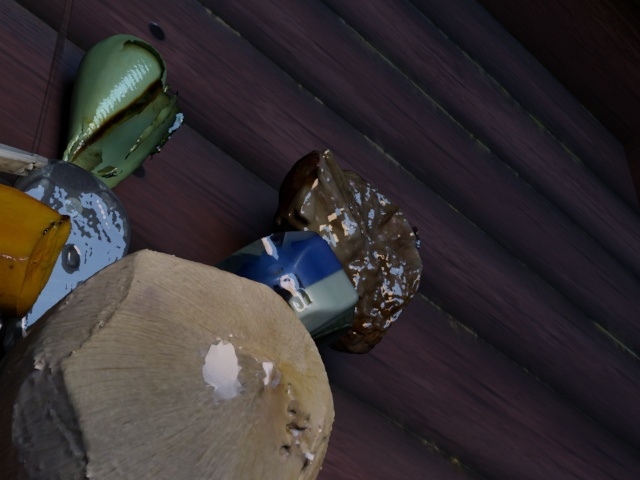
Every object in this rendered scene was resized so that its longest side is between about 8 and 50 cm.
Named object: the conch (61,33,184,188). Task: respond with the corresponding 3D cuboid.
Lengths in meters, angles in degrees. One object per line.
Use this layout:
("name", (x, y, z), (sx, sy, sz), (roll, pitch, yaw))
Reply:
("conch", (-0.280, -0.178, 1.626), (0.143, 0.137, 0.250), (30, 40, -39))

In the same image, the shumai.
("shumai", (-0.003, -0.001, 1.759), (0.283, 0.217, 0.346), (35, 36, -43))

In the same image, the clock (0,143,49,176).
("clock", (-0.433, -0.103, 1.312), (0.236, 0.236, 0.053), (13, 95, -50))

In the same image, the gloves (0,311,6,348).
("gloves", (-0.456, 0.117, 1.084), (0.301, 0.152, 0.197), (20, 84, -53))

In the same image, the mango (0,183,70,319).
("mango", (-0.420, -0.006, 1.236), (0.257, 0.138, 0.187), (20, 13, 3))

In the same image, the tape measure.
("tape measure", (-0.082, 0.104, 1.542), (0.262, 0.259, 0.138), (-8, 69, -62))

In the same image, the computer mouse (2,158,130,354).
("computer mouse", (-0.323, 0.078, 1.385), (0.167, 0.090, 0.379), (17, 60, -35))

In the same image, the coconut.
("coconut", (-0.163, 0.186, 1.175), (0.346, 0.360, 0.346), (12, 67, -30))
